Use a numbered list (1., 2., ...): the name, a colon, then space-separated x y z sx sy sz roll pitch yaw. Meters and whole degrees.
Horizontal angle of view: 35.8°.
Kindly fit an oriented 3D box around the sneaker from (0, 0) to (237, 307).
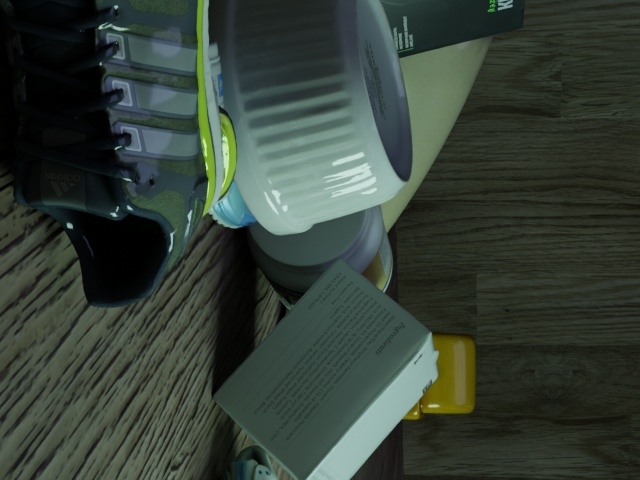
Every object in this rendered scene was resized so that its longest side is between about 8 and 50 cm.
1. sneaker: -0.109 -0.080 0.493 0.300 0.111 0.121 76 20 -50

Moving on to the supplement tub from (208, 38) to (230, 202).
1. supplement tub: -0.098 -0.078 0.665 0.071 0.071 0.107 -66 155 -70

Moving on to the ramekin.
1. ramekin: 0.000 -0.113 0.774 0.207 0.109 0.207 -10 90 -74

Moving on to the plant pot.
1. plant pot: 0.054 -0.150 1.217 0.256 0.257 0.274 -64 167 -71

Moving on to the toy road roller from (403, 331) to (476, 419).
1. toy road roller: 0.145 0.222 1.696 0.329 0.241 0.202 46 44 -78

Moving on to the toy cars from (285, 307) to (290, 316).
1. toy cars: 0.014 0.084 1.345 0.393 0.087 0.176 -58 147 -74

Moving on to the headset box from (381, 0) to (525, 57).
1. headset box: 0.027 -0.277 0.862 0.246 0.283 0.131 77 0 -59

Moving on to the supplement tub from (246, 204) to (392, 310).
1. supplement tub: 0.000 0.000 1.069 0.199 0.144 0.144 65 26 -69

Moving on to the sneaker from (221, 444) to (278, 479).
1. sneaker: -0.070 0.244 0.888 0.190 0.071 0.082 -90 172 -77

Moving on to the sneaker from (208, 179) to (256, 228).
1. sneaker: -0.068 -0.072 0.853 0.162 0.073 0.063 80 12 -46

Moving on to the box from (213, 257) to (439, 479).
1. box: 0.014 0.141 0.970 0.182 0.119 0.181 -48 161 -9
